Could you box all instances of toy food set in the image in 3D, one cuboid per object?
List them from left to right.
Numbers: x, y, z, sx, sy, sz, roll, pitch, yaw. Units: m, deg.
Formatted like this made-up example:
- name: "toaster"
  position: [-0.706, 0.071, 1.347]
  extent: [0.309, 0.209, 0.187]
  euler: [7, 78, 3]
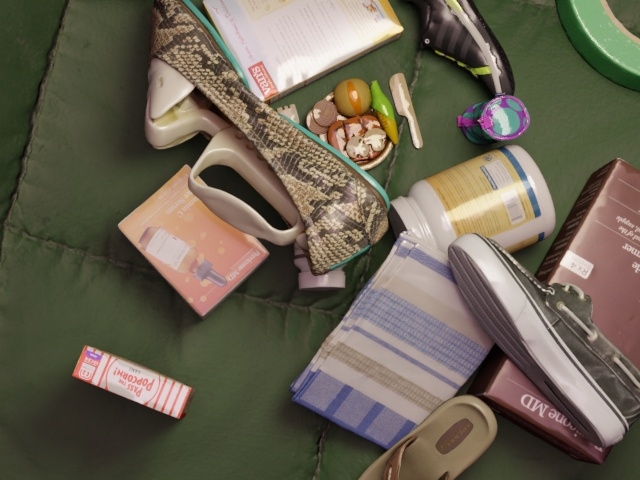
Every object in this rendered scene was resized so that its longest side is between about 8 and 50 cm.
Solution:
- name: "toy food set"
  position: [0.046, -0.165, 1.851]
  extent: [0.192, 0.038, 0.132]
  euler: [-17, 85, -5]

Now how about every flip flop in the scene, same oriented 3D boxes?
- name: "flip flop"
  position: [0.131, 0.323, 1.750]
  extent: [0.112, 0.080, 0.277]
  euler: [43, 107, 2]

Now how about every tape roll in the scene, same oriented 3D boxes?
- name: "tape roll"
  position: [0.506, -0.376, 1.888]
  extent: [0.321, 0.077, 0.321]
  euler: [0, 84, -4]

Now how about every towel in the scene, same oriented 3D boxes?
- name: "towel"
  position: [0.113, 0.144, 1.752]
  extent: [0.209, 0.034, 0.285]
  euler: [30, 105, -20]

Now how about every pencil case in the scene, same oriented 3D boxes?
- name: "pencil case"
  position: [0.240, -0.168, 1.807]
  extent: [0.070, 0.151, 0.065]
  euler: [-1, 92, -6]

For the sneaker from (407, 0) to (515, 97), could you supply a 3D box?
- name: "sneaker"
  position: [0.194, -0.290, 1.870]
  extent: [0.097, 0.084, 0.235]
  euler: [-32, 85, 17]

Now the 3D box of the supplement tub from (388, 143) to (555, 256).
- name: "supplement tub"
  position: [0.207, -0.035, 1.793]
  extent: [0.199, 0.144, 0.144]
  euler: [-22, 85, -6]

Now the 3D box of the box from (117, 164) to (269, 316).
- name: "box"
  position: [-0.173, 0.004, 1.791]
  extent: [0.130, 0.091, 0.170]
  euler: [-44, 87, -7]

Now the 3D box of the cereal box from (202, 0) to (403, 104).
- name: "cereal box"
  position: [-0.026, -0.317, 1.860]
  extent: [0.240, 0.047, 0.173]
  euler: [-27, 85, -6]

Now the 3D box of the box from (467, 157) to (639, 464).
- name: "box"
  position: [0.383, 0.097, 1.793]
  extent: [0.191, 0.143, 0.381]
  euler: [30, 84, 1]

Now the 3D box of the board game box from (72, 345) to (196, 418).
- name: "board game box"
  position: [-0.241, 0.187, 1.713]
  extent: [0.146, 0.193, 0.045]
  euler: [22, 82, 0]

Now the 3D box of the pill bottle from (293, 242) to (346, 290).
- name: "pill bottle"
  position: [0.000, 0.000, 1.809]
  extent: [0.078, 0.078, 0.137]
  euler: [-2, 84, -4]

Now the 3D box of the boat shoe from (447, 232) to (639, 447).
- name: "boat shoe"
  position: [0.299, 0.109, 1.674]
  extent: [0.119, 0.121, 0.335]
  euler: [-40, 96, -14]

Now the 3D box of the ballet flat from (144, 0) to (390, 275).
- name: "ballet flat"
  position: [-0.120, -0.139, 1.729]
  extent: [0.182, 0.164, 0.483]
  euler: [-39, 72, -17]
